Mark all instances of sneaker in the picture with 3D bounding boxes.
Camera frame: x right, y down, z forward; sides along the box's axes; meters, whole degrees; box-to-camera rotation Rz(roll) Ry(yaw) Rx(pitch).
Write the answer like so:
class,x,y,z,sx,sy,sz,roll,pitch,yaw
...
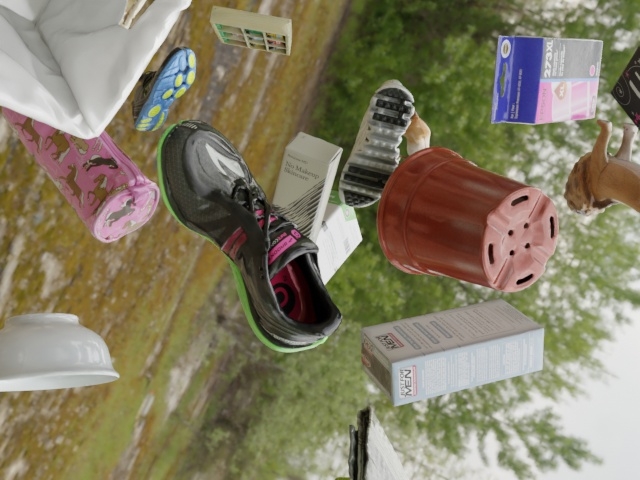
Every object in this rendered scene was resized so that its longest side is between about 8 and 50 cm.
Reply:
class,x,y,z,sx,sy,sz,roll,pitch,yaw
sneaker,-0.107,-0.016,1.458,0.202,0.482,0.185,-11,-152,51
sneaker,0.118,-0.203,1.732,0.118,0.110,0.292,-89,-161,-62
sneaker,-0.265,-0.253,1.333,0.067,0.078,0.188,-11,159,-41

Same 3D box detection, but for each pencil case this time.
class,x,y,z,sx,sy,sz,roll,pitch,yaw
pencil case,-0.481,-0.173,1.646,0.160,0.386,0.167,-35,159,-15

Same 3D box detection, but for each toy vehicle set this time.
class,x,y,z,sx,sy,sz,roll,pitch,yaw
toy vehicle set,-0.148,-0.461,1.815,0.267,0.166,0.035,-109,-151,-86

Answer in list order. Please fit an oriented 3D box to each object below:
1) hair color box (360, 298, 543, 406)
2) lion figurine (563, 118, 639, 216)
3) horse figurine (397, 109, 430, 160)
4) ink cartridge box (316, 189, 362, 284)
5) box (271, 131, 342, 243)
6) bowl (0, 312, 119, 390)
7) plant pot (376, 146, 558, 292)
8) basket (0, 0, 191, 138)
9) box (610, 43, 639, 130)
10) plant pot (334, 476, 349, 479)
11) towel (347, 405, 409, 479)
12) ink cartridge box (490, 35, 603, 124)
class,x,y,z,sx,sy,sz,roll,pitch,yaw
hair color box,0.298,0.248,1.875,0.185,0.375,0.113,-137,-139,-63
lion figurine,0.697,-0.126,1.825,0.392,0.142,0.240,-135,-129,-62
horse figurine,0.231,-0.240,2.057,0.066,0.263,0.174,-28,-158,-32
ink cartridge box,0.000,0.000,2.081,0.219,0.093,0.160,-48,138,-34
box,-0.043,-0.096,1.854,0.094,0.113,0.275,-55,163,-52
bowl,-0.557,0.222,1.641,0.298,0.298,0.134,111,-26,-76
plant pot,0.297,-0.029,1.600,0.265,0.272,0.272,23,-92,53
basket,-0.306,-0.337,0.812,0.328,0.331,0.266,-53,-139,14
box,0.526,-0.243,1.106,0.163,0.142,0.247,-28,161,-7
plant pot,0.113,0.597,1.517,0.228,0.227,0.207,-7,-146,41
towel,0.113,0.446,1.219,0.056,0.324,0.312,-23,-166,12
ink cartridge box,0.486,-0.341,1.739,0.371,0.069,0.175,-12,110,-44
